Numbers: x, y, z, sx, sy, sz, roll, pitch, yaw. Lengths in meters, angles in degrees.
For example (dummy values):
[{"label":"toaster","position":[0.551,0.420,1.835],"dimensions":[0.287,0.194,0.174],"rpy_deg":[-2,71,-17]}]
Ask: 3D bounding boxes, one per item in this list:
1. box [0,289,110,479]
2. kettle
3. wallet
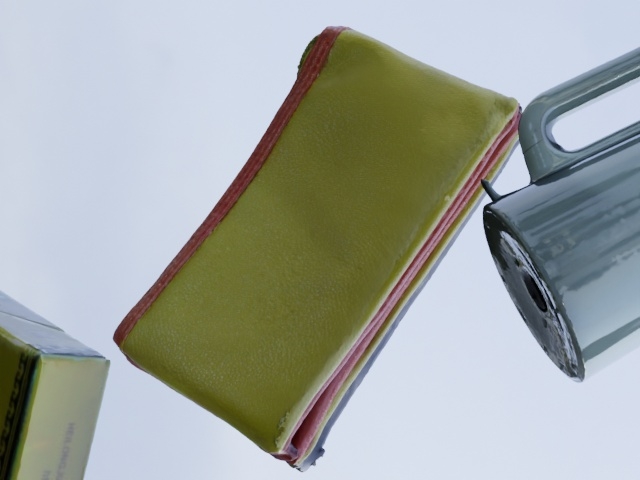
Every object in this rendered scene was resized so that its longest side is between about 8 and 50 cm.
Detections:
[{"label":"box","position":[-0.189,0.079,0.863],"dimensions":[0.279,0.041,0.153],"rpy_deg":[25,-77,51]},{"label":"kettle","position":[0.159,-0.015,0.967],"dimensions":[0.127,0.148,0.098],"rpy_deg":[54,-10,46]},{"label":"wallet","position":[0.000,0.000,1.106],"dimensions":[0.141,0.241,0.067],"rpy_deg":[28,-14,29]}]
